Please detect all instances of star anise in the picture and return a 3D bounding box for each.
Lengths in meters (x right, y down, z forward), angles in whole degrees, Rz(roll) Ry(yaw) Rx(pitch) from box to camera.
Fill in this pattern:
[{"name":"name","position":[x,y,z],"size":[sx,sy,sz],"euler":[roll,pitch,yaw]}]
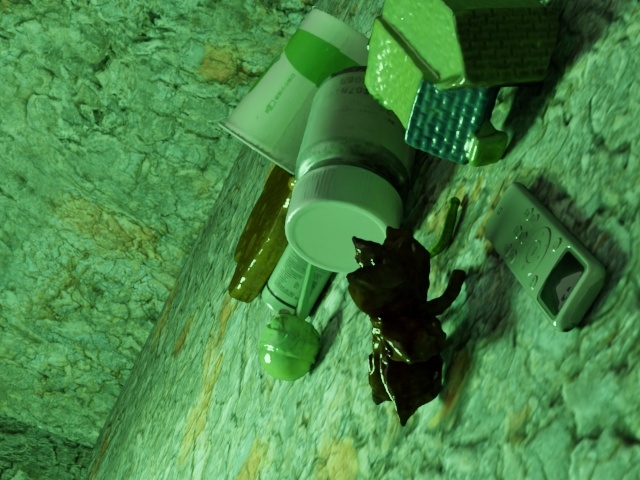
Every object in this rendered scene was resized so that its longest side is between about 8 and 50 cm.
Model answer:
[{"name":"star anise","position":[0.083,0.082,1.087],"size":[0.196,0.111,0.212],"euler":[23,-111,-71]}]

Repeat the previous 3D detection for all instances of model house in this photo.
[{"name":"model house","position":[0.175,-0.193,1.202],"size":[0.189,0.195,0.214],"euler":[-115,30,-42]}]

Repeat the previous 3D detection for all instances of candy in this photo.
[{"name":"candy","position":[-0.017,0.043,1.567],"size":[0.093,0.092,0.335],"euler":[67,-143,-78]}]

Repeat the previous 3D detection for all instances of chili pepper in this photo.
[{"name":"chili pepper","position":[0.148,-0.016,1.240],"size":[0.083,0.017,0.030],"euler":[-66,12,-19]}]

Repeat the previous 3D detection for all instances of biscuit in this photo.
[{"name":"biscuit","position":[-0.087,-0.051,2.148],"size":[0.359,0.074,0.381],"euler":[171,121,-77]}]

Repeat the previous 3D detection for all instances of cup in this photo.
[{"name":"cup","position":[-0.006,-0.238,1.833],"size":[0.274,0.253,0.253],"euler":[-56,13,4]}]

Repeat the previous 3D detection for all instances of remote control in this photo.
[{"name":"remote control","position":[0.196,0.007,0.967],"size":[0.067,0.029,0.261],"euler":[-62,13,15]}]

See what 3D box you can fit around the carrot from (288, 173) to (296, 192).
[{"name":"carrot","position":[-0.019,-0.063,1.701],"size":[0.209,0.061,0.061],"euler":[62,-133,-69]}]

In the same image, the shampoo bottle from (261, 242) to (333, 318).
[{"name":"shampoo bottle","position":[0.000,0.000,1.657],"size":[0.262,0.085,0.085],"euler":[-61,13,19]}]

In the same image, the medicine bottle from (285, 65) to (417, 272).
[{"name":"medicine bottle","position":[0.049,-0.101,1.473],"size":[0.165,0.165,0.273],"euler":[-52,20,47]}]
